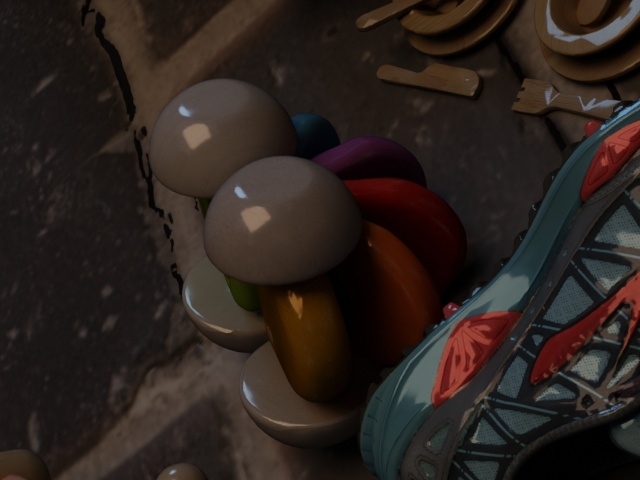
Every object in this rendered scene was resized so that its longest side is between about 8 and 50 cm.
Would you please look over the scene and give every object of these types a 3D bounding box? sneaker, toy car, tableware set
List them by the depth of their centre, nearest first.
[{"bbox_3d":[0.138,0.044,0.723,0.262,0.104,0.125,-52,52,17],"label":"sneaker"},{"bbox_3d":[0.000,0.000,0.845,0.136,0.159,0.182,-22,42,-14],"label":"toy car"},{"bbox_3d":[0.107,-0.136,0.886,0.194,0.039,0.128,16,77,46],"label":"tableware set"}]

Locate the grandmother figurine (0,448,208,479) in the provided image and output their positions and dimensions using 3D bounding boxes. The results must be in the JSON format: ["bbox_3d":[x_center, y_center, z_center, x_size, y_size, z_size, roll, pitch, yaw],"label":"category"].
[{"bbox_3d":[-0.081,0.212,0.813,0.342,0.104,0.207,26,112,45],"label":"grandmother figurine"}]
